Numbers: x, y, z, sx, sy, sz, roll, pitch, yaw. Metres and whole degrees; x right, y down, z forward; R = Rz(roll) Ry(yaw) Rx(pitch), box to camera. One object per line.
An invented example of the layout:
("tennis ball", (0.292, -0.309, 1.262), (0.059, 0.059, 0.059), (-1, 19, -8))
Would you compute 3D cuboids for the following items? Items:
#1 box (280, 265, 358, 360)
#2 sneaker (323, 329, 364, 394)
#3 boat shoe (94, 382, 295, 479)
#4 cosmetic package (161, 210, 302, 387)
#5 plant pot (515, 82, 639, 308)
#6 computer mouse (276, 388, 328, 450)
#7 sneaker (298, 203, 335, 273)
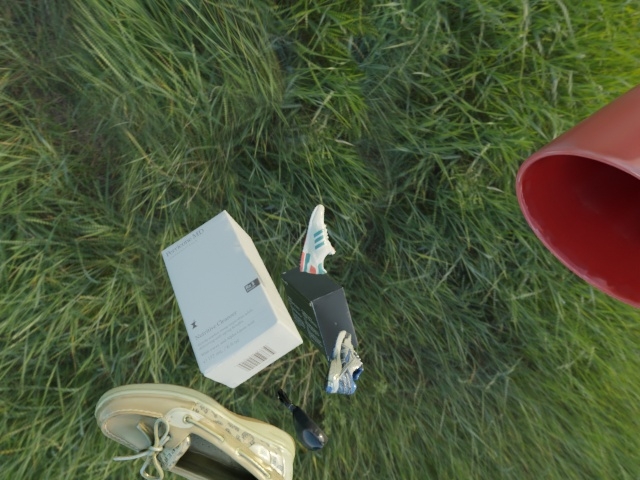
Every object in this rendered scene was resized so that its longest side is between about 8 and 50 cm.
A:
("box", (-0.009, 0.191, 1.343), (0.103, 0.261, 0.185), (-24, 111, -16))
("sneaker", (0.043, 0.208, 0.792), (0.057, 0.135, 0.052), (17, 123, 2))
("boat shoe", (-0.159, 0.274, 0.626), (0.285, 0.089, 0.105), (24, 118, -17))
("cosmetic package", (-0.230, 0.137, 1.183), (0.217, 0.385, 0.156), (-35, 145, 0))
("plant pot", (0.438, -0.083, 0.597), (0.243, 0.275, 0.275), (-41, 110, -6))
("computer mouse", (-0.048, 0.343, 0.910), (0.041, 0.242, 0.071), (-43, 102, -15))
("sneaker", (0.000, 0.000, 1.082), (0.075, 0.057, 0.162), (13, 85, -3))
